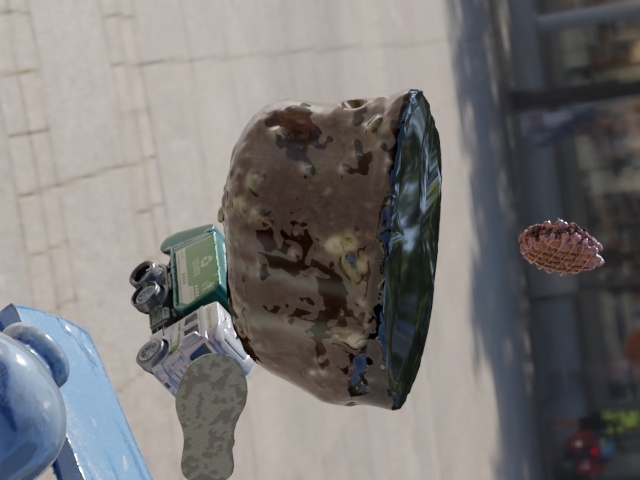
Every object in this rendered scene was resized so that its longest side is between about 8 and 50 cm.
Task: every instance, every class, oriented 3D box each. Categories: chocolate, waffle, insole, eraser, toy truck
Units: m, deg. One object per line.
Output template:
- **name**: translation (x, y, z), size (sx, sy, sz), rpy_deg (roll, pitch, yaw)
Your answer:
- **chocolate**: translation (0.000, 0.000, 1.547), size (0.225, 0.210, 0.340), rpy_deg (-40, 134, -68)
- **waffle**: translation (0.234, 0.009, 1.441), size (0.083, 0.075, 0.029), rpy_deg (35, 58, -40)
- **insole**: translation (-0.102, 0.167, 1.375), size (0.193, 0.065, 0.006), rpy_deg (97, -6, -45)
- **eraser**: translation (-0.302, 0.214, 1.853), size (0.144, 0.042, 0.312), rpy_deg (26, 27, -50)
- **toy truck**: translation (-0.143, 0.083, 1.721), size (0.114, 0.124, 0.253), rpy_deg (49, 14, -31)

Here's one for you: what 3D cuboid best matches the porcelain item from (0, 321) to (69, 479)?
- **porcelain item**: translation (-0.290, 0.165, 1.133), size (0.259, 0.141, 0.141), rpy_deg (-52, 138, -41)
